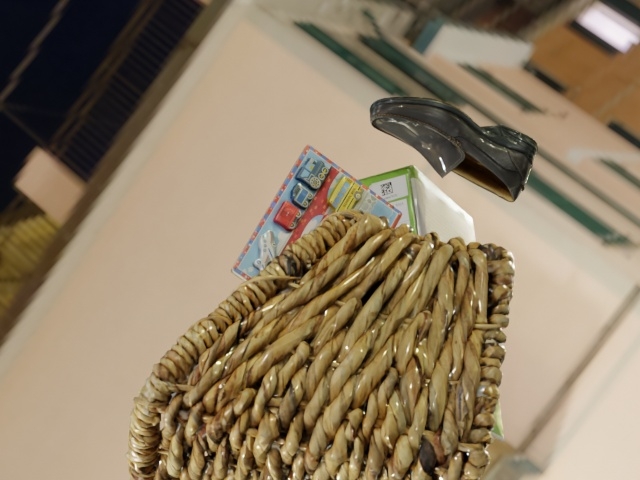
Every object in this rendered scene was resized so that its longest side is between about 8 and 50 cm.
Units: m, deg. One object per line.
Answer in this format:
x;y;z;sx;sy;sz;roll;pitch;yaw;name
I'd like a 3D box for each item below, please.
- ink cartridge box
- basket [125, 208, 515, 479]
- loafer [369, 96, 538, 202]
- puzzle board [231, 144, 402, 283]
0.101;0.076;1.527;0.097;0.255;0.189;-15;-22;21;ink cartridge box
-0.004;0.110;1.029;0.299;0.223;0.213;98;-177;-56;basket
0.125;-0.089;1.420;0.062;0.170;0.061;126;160;-68;loafer
0.000;0.000;1.158;0.128;0.096;0.011;-60;11;-26;puzzle board
